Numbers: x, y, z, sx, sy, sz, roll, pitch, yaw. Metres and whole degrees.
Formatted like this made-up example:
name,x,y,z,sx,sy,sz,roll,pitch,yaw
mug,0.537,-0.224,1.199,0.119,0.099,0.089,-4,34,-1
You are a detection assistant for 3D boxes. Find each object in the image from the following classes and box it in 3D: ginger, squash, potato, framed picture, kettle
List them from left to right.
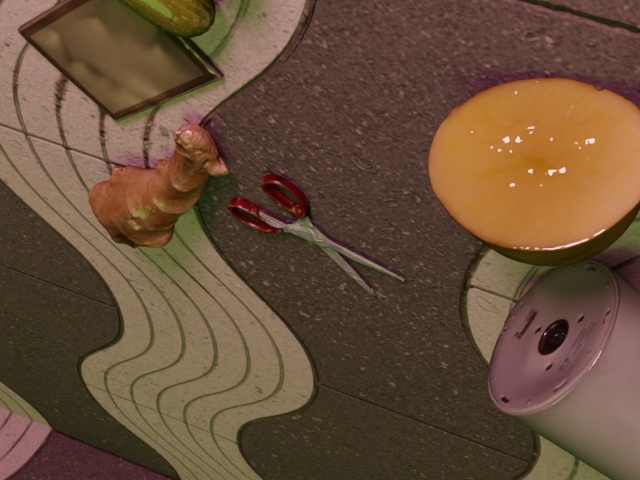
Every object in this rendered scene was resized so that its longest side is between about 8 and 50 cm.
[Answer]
name,x,y,z,sx,sy,sz,roll,pitch,yaw
squash,-0.208,-0.283,0.974,0.239,0.069,0.069,34,149,-17
framed picture,-0.240,-0.222,1.154,0.231,0.010,0.173,-10,135,45
ginger,-0.218,-0.078,1.306,0.131,0.086,0.294,40,140,-8
potato,0.219,-0.047,0.953,0.203,0.178,0.158,-12,155,13
kettle,0.365,0.196,1.174,0.318,0.205,0.265,33,147,-17

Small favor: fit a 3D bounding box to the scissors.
name,x,y,z,sx,sy,sz,roll,pitch,yaw
scissors,0.000,0.000,1.323,0.247,0.017,0.144,34,150,-18
